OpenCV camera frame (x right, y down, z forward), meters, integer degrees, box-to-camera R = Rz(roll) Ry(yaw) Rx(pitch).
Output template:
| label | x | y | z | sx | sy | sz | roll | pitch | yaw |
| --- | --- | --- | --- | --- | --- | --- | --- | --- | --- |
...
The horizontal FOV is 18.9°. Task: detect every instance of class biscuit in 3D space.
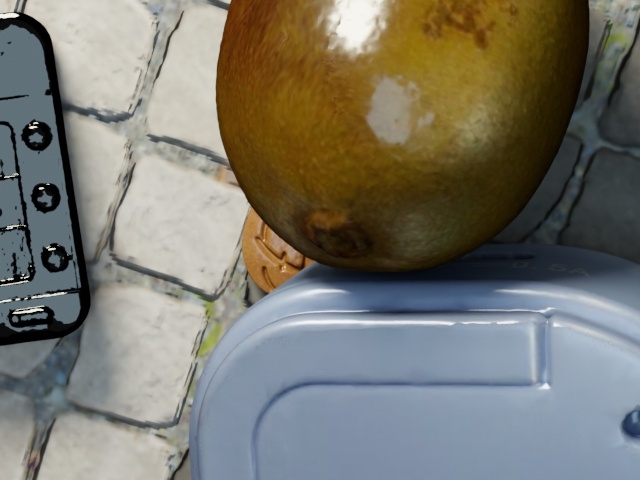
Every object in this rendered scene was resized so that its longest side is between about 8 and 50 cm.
| label | x | y | z | sx | sy | sz | roll | pitch | yaw |
| --- | --- | --- | --- | --- | --- | --- | --- | --- | --- |
| biscuit | 0.000 | 0.000 | 1.118 | 0.091 | 0.015 | 0.078 | 5 | 99 | 1 |

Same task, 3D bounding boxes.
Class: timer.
| label | x | y | z | sx | sy | sz | roll | pitch | yaw |
| --- | --- | --- | --- | --- | --- | --- | --- | --- | --- |
| timer | 0.125 | 0.188 | 1.055 | 0.395 | 0.173 | 0.395 | 3 | 100 | 14 |
| timer | -0.213 | -0.030 | 1.103 | 0.144 | 0.055 | 0.187 | -8 | 94 | 1 |

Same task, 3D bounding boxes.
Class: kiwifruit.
| label | x | y | z | sx | sy | sz | roll | pitch | yaw |
| --- | --- | --- | --- | --- | --- | --- | --- | --- | --- |
| kiwifruit | 0.041 | -0.092 | 0.994 | 0.196 | 0.196 | 0.234 | 17 | 57 | -1 |
